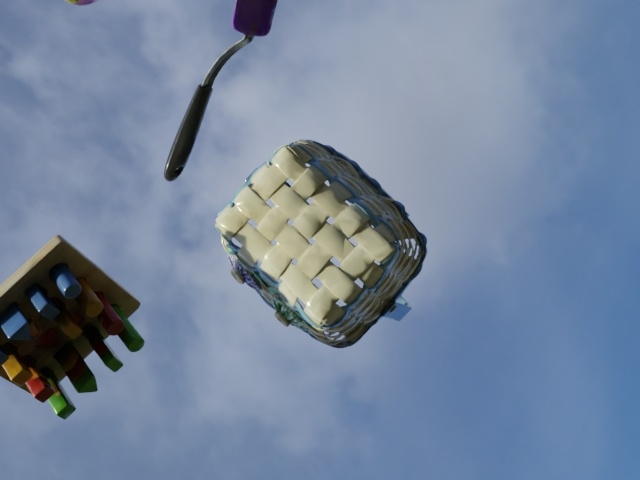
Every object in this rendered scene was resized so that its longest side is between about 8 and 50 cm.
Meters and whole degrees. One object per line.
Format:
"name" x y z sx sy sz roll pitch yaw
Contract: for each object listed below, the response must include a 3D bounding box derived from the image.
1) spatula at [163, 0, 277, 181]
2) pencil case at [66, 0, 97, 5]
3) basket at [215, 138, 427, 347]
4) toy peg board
"spatula" -0.118 -0.197 1.140 0.084 0.030 0.297 -7 -49 -61
"pencil case" -0.141 -0.280 0.792 0.104 0.236 0.105 23 -120 -46
"basket" 0.000 0.000 1.182 0.201 0.255 0.289 -48 -12 8
"toy peg board" -0.282 0.106 1.054 0.161 0.079 0.161 -44 -37 -5
